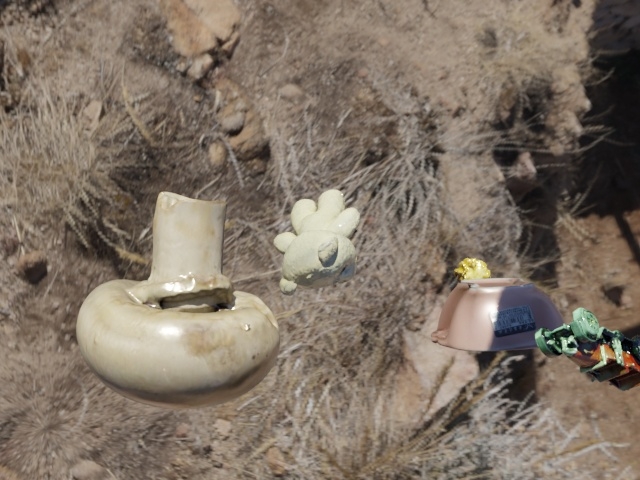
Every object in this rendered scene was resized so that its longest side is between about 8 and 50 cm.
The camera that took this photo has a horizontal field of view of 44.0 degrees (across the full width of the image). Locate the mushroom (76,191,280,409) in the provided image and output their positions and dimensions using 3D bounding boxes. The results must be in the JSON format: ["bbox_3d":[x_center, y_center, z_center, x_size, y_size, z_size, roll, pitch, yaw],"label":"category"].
[{"bbox_3d":[-0.187,0.083,1.121,0.293,0.292,0.290,7,97,-18],"label":"mushroom"}]

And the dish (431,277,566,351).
[{"bbox_3d":[0.261,0.103,1.182,0.213,0.213,0.090,-4,93,-20],"label":"dish"}]

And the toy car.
[{"bbox_3d":[0.311,0.125,0.890,0.143,0.073,0.054,23,52,-30],"label":"toy car"}]

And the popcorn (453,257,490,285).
[{"bbox_3d":[0.325,0.080,1.696,0.083,0.057,0.082,-40,83,-4],"label":"popcorn"}]

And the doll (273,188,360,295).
[{"bbox_3d":[0.004,-0.001,1.639,0.149,0.175,0.278,28,35,-19],"label":"doll"}]
